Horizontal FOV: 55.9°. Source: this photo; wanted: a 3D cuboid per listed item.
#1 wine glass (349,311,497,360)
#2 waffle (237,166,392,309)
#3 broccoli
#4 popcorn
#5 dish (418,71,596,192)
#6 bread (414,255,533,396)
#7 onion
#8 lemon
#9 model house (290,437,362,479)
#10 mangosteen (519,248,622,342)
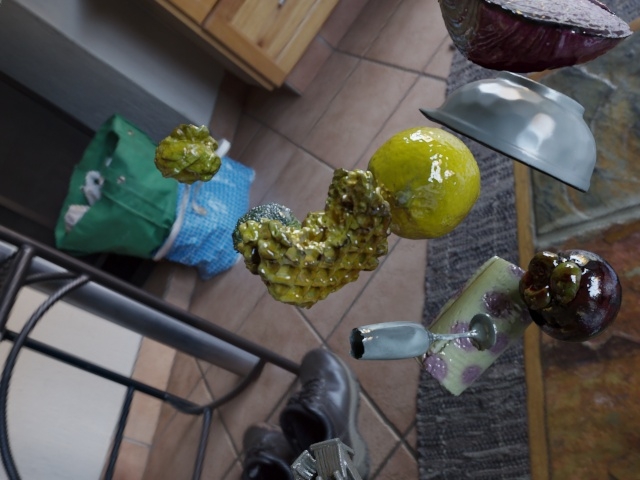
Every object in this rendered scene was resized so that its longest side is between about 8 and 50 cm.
[{"bbox_3d":[0.163,0.159,0.985,0.074,0.262,0.074,180,90,-65],"label":"wine glass"},{"bbox_3d":[0.000,0.000,1.269,0.324,0.261,0.151,-28,46,-13],"label":"waffle"},{"bbox_3d":[-0.152,-0.014,1.694,0.198,0.176,0.226,-33,-2,-18],"label":"broccoli"},{"bbox_3d":[-0.394,-0.249,1.785,0.197,0.197,0.156,-25,65,39],"label":"popcorn"},{"bbox_3d":[0.323,-0.189,0.968,0.120,0.303,0.303,-64,31,15],"label":"dish"},{"bbox_3d":[0.378,0.202,1.448,0.338,0.155,0.187,-48,8,3],"label":"bread"},{"bbox_3d":[0.258,-0.281,0.788,0.250,0.247,0.111,-99,22,-50],"label":"onion"},{"bbox_3d":[0.277,-0.155,1.644,0.336,0.336,0.336,-33,40,33],"label":"lemon"},{"bbox_3d":[0.021,0.581,1.460,0.229,0.122,0.188,-32,80,37],"label":"model house"},{"bbox_3d":[0.516,0.112,1.254,0.210,0.210,0.210,-33,40,33],"label":"mangosteen"}]
